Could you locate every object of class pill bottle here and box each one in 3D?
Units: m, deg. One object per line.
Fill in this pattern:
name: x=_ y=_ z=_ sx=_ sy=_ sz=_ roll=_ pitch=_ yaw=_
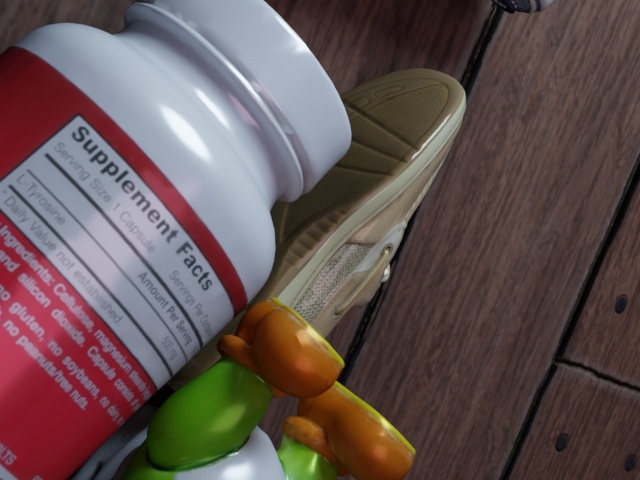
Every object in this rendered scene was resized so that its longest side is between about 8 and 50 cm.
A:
pill bottle: x=-0.180 y=0.013 z=0.705 sx=0.407 sy=0.229 sz=0.229 roll=-44 pitch=124 yaw=-15

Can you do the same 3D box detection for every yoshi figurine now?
yoshi figurine: x=-0.104 y=0.216 z=0.699 sx=0.362 sy=0.203 sz=0.203 roll=-42 pitch=163 yaw=-8

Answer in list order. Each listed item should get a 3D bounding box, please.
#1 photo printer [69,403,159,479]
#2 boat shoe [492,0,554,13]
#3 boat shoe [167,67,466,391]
photo printer: x=-0.105 y=0.291 z=0.921 sx=0.307 sy=0.107 sz=0.256 roll=35 pitch=83 yaw=-36
boat shoe: x=0.046 y=-0.254 z=0.860 sx=0.158 sy=0.127 sz=0.340 roll=-47 pitch=126 yaw=6
boat shoe: x=0.000 y=0.000 z=0.903 sx=0.341 sy=0.121 sz=0.110 roll=-46 pitch=137 yaw=-11
